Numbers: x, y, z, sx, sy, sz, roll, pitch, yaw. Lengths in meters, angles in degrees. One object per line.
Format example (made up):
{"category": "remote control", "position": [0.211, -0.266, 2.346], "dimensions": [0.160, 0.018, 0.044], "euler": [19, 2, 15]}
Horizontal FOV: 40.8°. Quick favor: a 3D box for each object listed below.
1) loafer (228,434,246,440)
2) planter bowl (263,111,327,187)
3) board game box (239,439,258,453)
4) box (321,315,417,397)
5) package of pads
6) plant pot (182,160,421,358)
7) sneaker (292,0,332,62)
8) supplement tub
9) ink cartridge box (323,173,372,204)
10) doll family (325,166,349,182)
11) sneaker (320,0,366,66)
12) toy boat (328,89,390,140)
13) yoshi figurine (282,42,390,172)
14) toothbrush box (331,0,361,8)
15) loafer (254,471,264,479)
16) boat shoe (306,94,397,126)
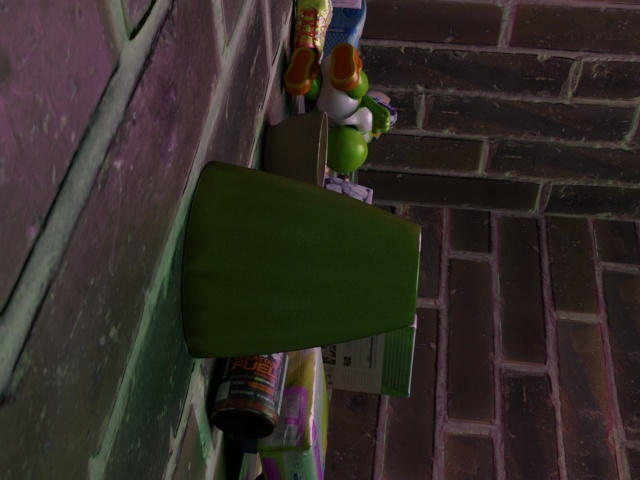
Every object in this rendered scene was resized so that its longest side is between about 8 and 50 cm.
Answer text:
{"category": "loafer", "position": [-0.103, 0.211, 1.476], "dimensions": [0.096, 0.084, 0.268], "euler": [83, 13, -66]}
{"category": "planter bowl", "position": [-0.048, -0.166, 1.628], "dimensions": [0.162, 0.109, 0.162], "euler": [5, 90, -84]}
{"category": "board game box", "position": [-0.117, 0.275, 1.634], "dimensions": [0.160, 0.039, 0.212], "euler": [-50, 143, -80]}
{"category": "box", "position": [0.068, 0.266, 2.098], "dimensions": [0.058, 0.321, 0.232], "euler": [-72, 167, -55]}
{"category": "package of pads", "position": [-0.046, 0.340, 1.579], "dimensions": [0.297, 0.101, 0.229], "euler": [-86, 171, -53]}
{"category": "plant pot", "position": [-0.012, 0.038, 1.183], "dimensions": [0.275, 0.293, 0.275], "euler": [5, 90, -85]}
{"category": "sneaker", "position": [-0.021, -0.450, 1.842], "dimensions": [0.094, 0.081, 0.209], "euler": [-73, 167, -57]}
{"category": "supplement tub", "position": [-0.105, 0.201, 1.348], "dimensions": [0.106, 0.105, 0.198], "euler": [88, 8, -51]}
{"category": "ink cartridge box", "position": [-0.006, -0.041, 1.682], "dimensions": [0.045, 0.206, 0.208], "euler": [128, -25, -54]}
{"category": "doll family", "position": [-0.018, -0.161, 2.102], "dimensions": [0.263, 0.118, 0.163], "euler": [57, 41, -52]}
{"category": "sneaker", "position": [0.052, -0.512, 2.370], "dimensions": [0.208, 0.127, 0.319], "euler": [80, 25, -63]}
{"category": "toy boat", "position": [0.087, -0.300, 2.430], "dimensions": [0.148, 0.267, 0.318], "euler": [51, -9, -8]}
{"category": "yoshi figurine", "position": [0.043, -0.265, 1.886], "dimensions": [0.203, 0.203, 0.362], "euler": [49, -1, 25]}
{"category": "toothbrush box", "position": [0.060, -0.776, 2.212], "dimensions": [0.206, 0.122, 0.284], "euler": [80, 15, -71]}
{"category": "loafer", "position": [-0.111, 0.515, 1.582], "dimensions": [0.302, 0.109, 0.095], "euler": [-69, 159, -63]}
{"category": "boat shoe", "position": [0.091, -0.331, 2.210], "dimensions": [0.089, 0.258, 0.109], "euler": [-7, -98, 64]}
